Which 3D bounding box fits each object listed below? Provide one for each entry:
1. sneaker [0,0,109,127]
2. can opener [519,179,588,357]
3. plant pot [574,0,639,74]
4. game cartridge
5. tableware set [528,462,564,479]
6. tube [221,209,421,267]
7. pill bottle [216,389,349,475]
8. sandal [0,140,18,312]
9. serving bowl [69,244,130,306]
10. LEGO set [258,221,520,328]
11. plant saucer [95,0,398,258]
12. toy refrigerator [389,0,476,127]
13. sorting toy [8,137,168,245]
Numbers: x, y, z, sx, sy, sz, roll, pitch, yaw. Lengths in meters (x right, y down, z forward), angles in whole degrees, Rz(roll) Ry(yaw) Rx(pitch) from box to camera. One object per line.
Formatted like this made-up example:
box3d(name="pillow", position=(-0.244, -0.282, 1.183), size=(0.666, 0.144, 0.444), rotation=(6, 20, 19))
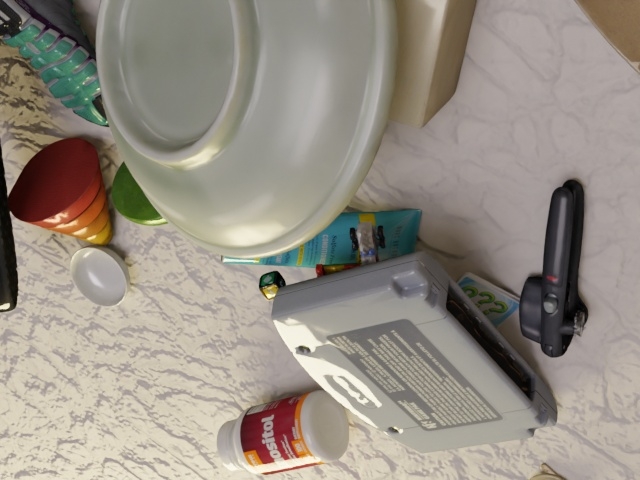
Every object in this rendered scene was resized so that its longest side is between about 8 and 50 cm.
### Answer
box3d(name="sneaker", position=(-0.275, -0.224, 1.186), size=(0.083, 0.098, 0.223), rotation=(-8, 137, 40))
box3d(name="can opener", position=(0.233, 0.031, 1.069), size=(0.073, 0.059, 0.186), rotation=(12, 121, 20))
box3d(name="plant pot", position=(0.326, -0.215, 0.787), size=(0.284, 0.284, 0.191), rotation=(44, 92, -1))
box3d(name="game cartridge", position=(0.092, 0.125, 1.126), size=(0.198, 0.062, 0.297), rotation=(-12, 137, 35))
box3d(name="tableware set", position=(0.274, 0.337, 1.239), size=(0.141, 0.020, 0.168), rotation=(35, 125, 4))
box3d(name="tube", position=(0.000, 0.000, 1.141), size=(0.207, 0.052, 0.080), rotation=(1, 126, -9))
box3d(name="pill bottle", position=(-0.048, 0.235, 1.306), size=(0.152, 0.086, 0.086), rotation=(-20, 106, 34))
box3d(name="sandal", position=(-0.414, -0.129, 1.197), size=(0.107, 0.167, 0.445), rotation=(-7, 102, -10))
box3d(name="serving bowl", position=(-0.268, 0.040, 1.349), size=(0.083, 0.027, 0.083), rotation=(13, 122, 21))
box3d(name="LEGO set", position=(0.062, 0.077, 1.133), size=(0.244, 0.060, 0.182), rotation=(28, 129, -18))
box3d(name="plant saucer", position=(-0.108, -0.178, 1.006), size=(0.400, 0.100, 0.400), rotation=(7, 99, 44))
box3d(name="toy refrigerator", position=(0.089, -0.248, 0.964), size=(0.094, 0.102, 0.269), rotation=(20, 124, 16))
box3d(name="sorting toy", position=(-0.172, -0.040, 1.233), size=(0.366, 0.127, 0.126), rotation=(-2, 144, 25))
